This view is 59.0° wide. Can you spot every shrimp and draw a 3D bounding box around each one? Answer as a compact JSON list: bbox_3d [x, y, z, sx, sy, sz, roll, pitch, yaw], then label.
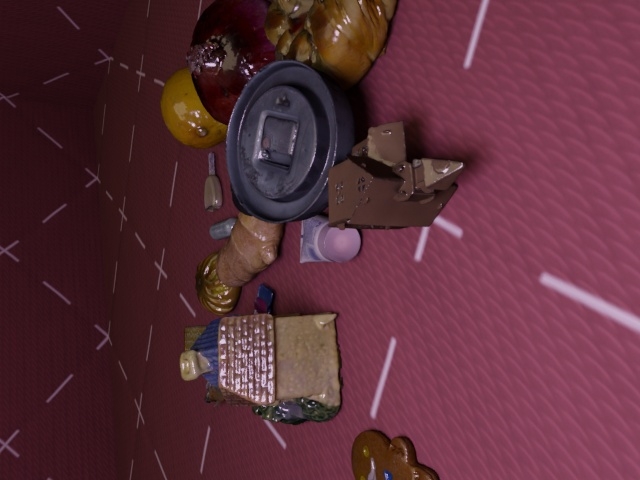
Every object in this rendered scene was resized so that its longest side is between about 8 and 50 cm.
[{"bbox_3d":[-0.284,0.381,1.676,0.317,0.077,0.168,-53,36,36],"label":"shrimp"}]

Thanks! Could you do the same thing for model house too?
[{"bbox_3d":[0.144,-0.114,0.924,0.248,0.181,0.176,-14,77,57],"label":"model house"},{"bbox_3d":[-0.143,0.286,1.244,0.321,0.266,0.261,-18,71,47],"label":"model house"}]

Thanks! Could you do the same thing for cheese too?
[{"bbox_3d":[-0.350,-0.192,1.831,0.097,0.038,0.192,-19,73,54],"label":"cheese"},{"bbox_3d":[-0.171,0.238,1.507,0.155,0.062,0.244,26,103,52],"label":"cheese"}]

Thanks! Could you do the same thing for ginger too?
[{"bbox_3d":[-0.186,0.015,1.493,0.189,0.126,0.354,62,141,23],"label":"ginger"}]

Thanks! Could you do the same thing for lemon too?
[{"bbox_3d":[-0.357,-0.395,1.678,0.236,0.236,0.263,-33,49,52],"label":"lemon"}]

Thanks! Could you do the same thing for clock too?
[{"bbox_3d":[-0.067,-0.192,1.118,0.319,0.066,0.318,2,92,43],"label":"clock"}]

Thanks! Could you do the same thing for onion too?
[{"bbox_3d":[-0.223,-0.449,1.422,0.348,0.286,0.347,10,106,39],"label":"onion"}]

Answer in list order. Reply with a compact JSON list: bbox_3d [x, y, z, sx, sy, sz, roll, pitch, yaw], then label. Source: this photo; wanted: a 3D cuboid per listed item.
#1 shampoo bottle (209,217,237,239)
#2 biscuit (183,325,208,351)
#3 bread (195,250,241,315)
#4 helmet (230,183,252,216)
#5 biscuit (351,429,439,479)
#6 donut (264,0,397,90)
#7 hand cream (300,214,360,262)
[{"bbox_3d":[-0.270,-0.038,1.680,0.195,0.056,0.056,-10,80,57],"label":"shampoo bottle"},{"bbox_3d":[-0.426,0.363,1.938,0.231,0.016,0.139,-16,75,56],"label":"biscuit"},{"bbox_3d":[-0.315,0.130,1.703,0.213,0.105,0.213,3,93,56],"label":"bread"},{"bbox_3d":[-0.081,-0.164,1.293,0.279,0.161,0.230,-25,72,50],"label":"helmet"},{"bbox_3d":[0.130,0.445,1.054,0.236,0.039,0.179,9,97,59],"label":"biscuit"},{"bbox_3d":[0.007,-0.493,1.174,0.360,0.170,0.360,-3,86,55],"label":"donut"},{"bbox_3d":[0.000,0.000,1.254,0.248,0.083,0.133,-164,79,-68],"label":"hand cream"}]
